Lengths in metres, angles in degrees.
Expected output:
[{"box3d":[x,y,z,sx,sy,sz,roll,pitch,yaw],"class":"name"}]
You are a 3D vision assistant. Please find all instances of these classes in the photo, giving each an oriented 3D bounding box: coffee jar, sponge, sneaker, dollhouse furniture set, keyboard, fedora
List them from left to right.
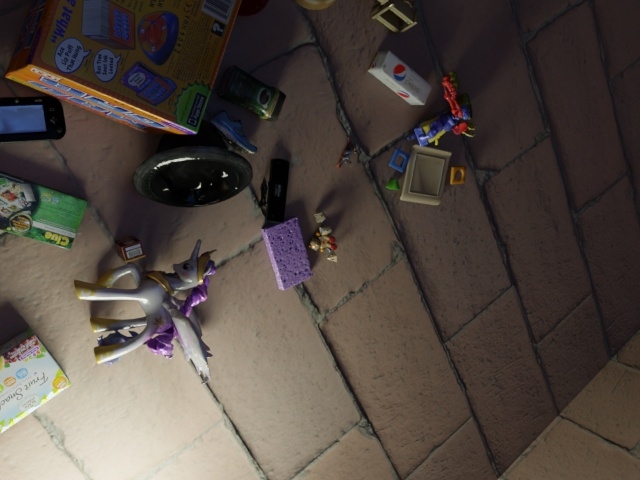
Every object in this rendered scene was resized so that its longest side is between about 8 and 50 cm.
[{"box3d":[-0.331,-0.210,1.639,0.334,0.334,0.152,3,68,-33],"class":"fedora"},{"box3d":[-0.232,-0.303,1.787,0.162,0.063,0.073,40,76,-33],"class":"sneaker"},{"box3d":[-0.188,-0.407,1.780,0.184,0.079,0.096,23,85,-33],"class":"coffee jar"},{"box3d":[-0.145,-0.150,1.896,0.100,0.038,0.192,8,87,-47],"class":"keyboard"},{"box3d":[-0.101,0.039,1.968,0.117,0.031,0.210,-26,113,-26],"class":"sponge"},{"box3d":[0.208,-0.758,1.966,0.182,0.101,0.161,25,63,-34],"class":"dollhouse furniture set"}]

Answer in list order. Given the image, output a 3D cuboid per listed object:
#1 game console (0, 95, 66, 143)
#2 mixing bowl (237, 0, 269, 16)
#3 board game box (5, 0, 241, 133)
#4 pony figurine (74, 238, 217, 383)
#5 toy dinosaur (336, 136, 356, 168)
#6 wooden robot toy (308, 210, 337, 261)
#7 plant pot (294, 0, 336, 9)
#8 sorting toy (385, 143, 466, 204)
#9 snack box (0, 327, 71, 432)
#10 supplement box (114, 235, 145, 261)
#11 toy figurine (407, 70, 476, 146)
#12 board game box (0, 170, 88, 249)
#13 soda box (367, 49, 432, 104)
[{"box3d":[-0.777,-0.287,1.455,0.361,0.044,0.213,-10,106,-31],"class":"game console"},{"box3d":[-0.226,-0.681,1.681,0.181,0.098,0.181,-7,104,-30],"class":"mixing bowl"},{"box3d":[-0.443,-0.469,1.427,0.356,0.356,0.356,20,88,-34],"class":"board game box"},{"box3d":[-0.421,0.200,1.687,0.363,0.303,0.351,-14,100,-13],"class":"pony figurine"},{"box3d":[0.077,-0.267,2.019,0.082,0.047,0.090,-31,83,-14],"class":"toy dinosaur"},{"box3d":[0.000,0.000,2.004,0.079,0.076,0.173,-20,111,-16],"class":"wooden robot toy"},{"box3d":[-0.011,-0.790,1.833,0.236,0.032,0.236,-8,105,-32],"class":"plant pot"},{"box3d":[0.358,-0.226,2.193,0.348,0.047,0.196,6,102,-33],"class":"sorting toy"},{"box3d":[-0.766,0.350,1.593,0.207,0.070,0.174,-34,117,-21],"class":"snack box"},{"box3d":[-0.501,0.022,1.676,0.055,0.083,0.043,-20,111,-28],"class":"supplement box"},{"box3d":[0.377,-0.412,2.116,0.191,0.217,0.362,57,26,-14],"class":"toy figurine"},{"box3d":[-0.717,-0.077,1.551,0.260,0.030,0.136,22,87,-34],"class":"board game box"},{"box3d":[0.258,-0.520,2.045,0.216,0.069,0.074,28,85,-35],"class":"soda box"}]
